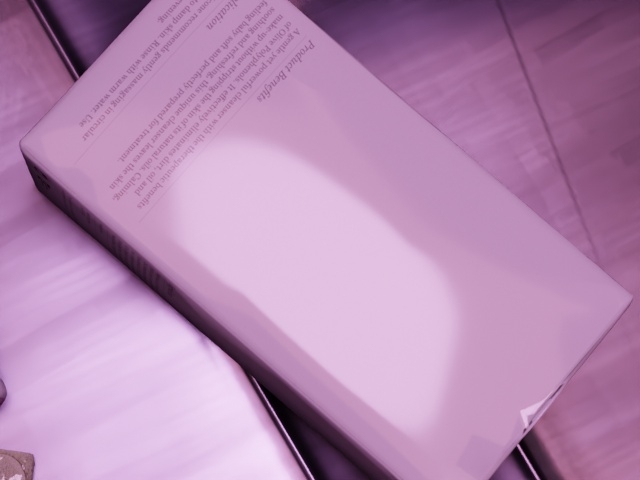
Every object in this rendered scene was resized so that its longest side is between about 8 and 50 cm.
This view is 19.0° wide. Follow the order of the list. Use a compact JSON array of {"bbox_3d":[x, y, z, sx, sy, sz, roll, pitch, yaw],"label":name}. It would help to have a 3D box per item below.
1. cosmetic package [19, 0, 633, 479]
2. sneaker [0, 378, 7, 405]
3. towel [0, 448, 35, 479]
[{"bbox_3d":[0.000,0.000,1.274,0.365,0.155,0.197,42,81,2],"label":"cosmetic package"},{"bbox_3d":[-0.325,0.057,1.276,0.236,0.095,0.105,5,74,-9],"label":"sneaker"},{"bbox_3d":[-0.251,0.209,1.284,0.110,0.027,0.148,5,80,-3],"label":"towel"}]
